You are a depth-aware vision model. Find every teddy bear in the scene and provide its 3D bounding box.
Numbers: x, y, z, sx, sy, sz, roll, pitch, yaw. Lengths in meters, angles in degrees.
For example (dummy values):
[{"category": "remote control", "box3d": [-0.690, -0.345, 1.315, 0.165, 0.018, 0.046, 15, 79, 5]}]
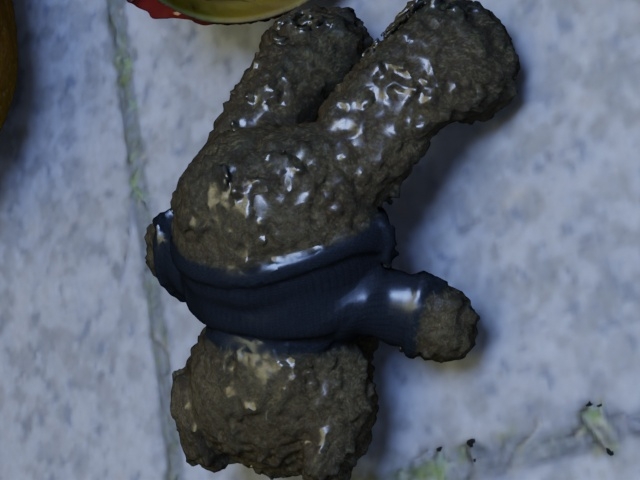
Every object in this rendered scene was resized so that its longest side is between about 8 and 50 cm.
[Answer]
[{"category": "teddy bear", "box3d": [-0.013, -0.004, 0.854, 0.182, 0.129, 0.251, 13, 93, 43]}]

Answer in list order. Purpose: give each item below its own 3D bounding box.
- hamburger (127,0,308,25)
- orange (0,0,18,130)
[{"category": "hamburger", "box3d": [-0.055, -0.202, 0.902, 0.175, 0.175, 0.137, -57, 42, 20]}, {"category": "orange", "box3d": [-0.294, -0.130, 1.032, 0.264, 0.264, 0.264, -6, 81, 40]}]
